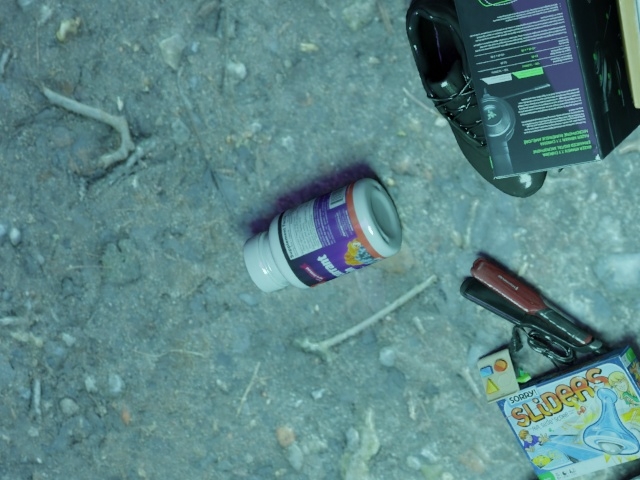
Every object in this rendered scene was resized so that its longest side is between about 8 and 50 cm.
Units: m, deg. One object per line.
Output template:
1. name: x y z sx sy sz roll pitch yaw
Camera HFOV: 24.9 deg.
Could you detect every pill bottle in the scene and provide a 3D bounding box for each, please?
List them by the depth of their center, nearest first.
1. pill bottle: 0.000 0.000 1.898 0.193 0.108 0.108 -22 97 24

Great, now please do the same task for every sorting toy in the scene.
1. sorting toy: 0.238 0.173 1.882 0.083 0.012 0.062 -28 68 45

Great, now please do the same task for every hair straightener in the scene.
1. hair straightener: 0.281 0.113 1.876 0.230 0.047 0.089 30 134 3

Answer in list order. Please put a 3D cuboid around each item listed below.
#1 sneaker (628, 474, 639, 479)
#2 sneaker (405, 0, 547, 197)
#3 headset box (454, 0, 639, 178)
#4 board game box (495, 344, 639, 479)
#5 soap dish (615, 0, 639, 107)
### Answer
1. sneaker: 0.442 0.333 1.807 0.305 0.152 0.114 -40 60 24
2. sneaker: 0.180 -0.172 1.775 0.109 0.130 0.286 -31 94 22
3. headset box: 0.267 -0.222 1.663 0.131 0.246 0.283 -9 102 27
4. board game box: 0.339 0.227 1.856 0.201 0.035 0.136 -27 94 39
5. soap dish: 0.429 -0.313 1.615 0.229 0.118 0.291 -13 101 -6
